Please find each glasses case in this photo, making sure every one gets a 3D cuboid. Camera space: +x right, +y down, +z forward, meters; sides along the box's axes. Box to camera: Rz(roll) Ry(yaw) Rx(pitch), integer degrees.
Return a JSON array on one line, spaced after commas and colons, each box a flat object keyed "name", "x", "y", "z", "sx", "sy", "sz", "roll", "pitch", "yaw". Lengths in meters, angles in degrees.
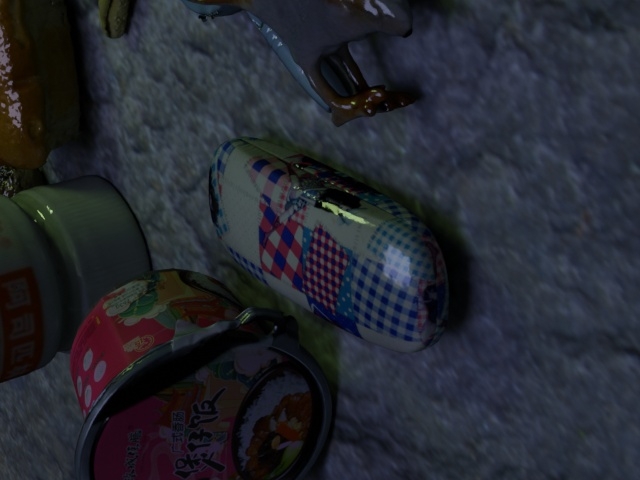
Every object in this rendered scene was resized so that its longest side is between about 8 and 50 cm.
[{"name": "glasses case", "x": 0.000, "y": 0.000, "z": 1.486, "sx": 0.327, "sy": 0.076, "sz": 0.125, "roll": 29, "pitch": 130, "yaw": 48}]

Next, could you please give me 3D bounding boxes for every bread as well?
[{"name": "bread", "x": -0.382, "y": -0.053, "z": 2.049, "sx": 0.113, "sy": 0.060, "sz": 0.082, "roll": 1, "pitch": 104, "yaw": 55}, {"name": "bread", "x": -0.350, "y": -0.205, "z": 1.871, "sx": 0.174, "sy": 0.121, "sz": 0.245, "roll": 24, "pitch": 122, "yaw": 51}]

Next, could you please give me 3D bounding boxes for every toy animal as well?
[{"name": "toy animal", "x": -0.055, "y": -0.207, "z": 1.377, "sx": 0.302, "sy": 0.225, "sz": 0.284, "roll": 55, "pitch": 151, "yaw": -5}]

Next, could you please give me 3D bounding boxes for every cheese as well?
[{"name": "cheese", "x": -0.216, "y": -0.250, "z": 1.731, "sx": 0.083, "sy": 0.030, "sz": 0.044, "roll": 110, "pitch": 153, "yaw": -50}]

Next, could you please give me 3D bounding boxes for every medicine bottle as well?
[{"name": "medicine bottle", "x": -0.392, "y": 0.062, "z": 1.832, "sx": 0.211, "sy": 0.371, "sz": 0.211, "roll": 32, "pitch": 130, "yaw": 47}]

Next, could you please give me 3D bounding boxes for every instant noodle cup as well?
[{"name": "instant noodle cup", "x": -0.140, "y": 0.144, "z": 1.638, "sx": 0.302, "sy": 0.258, "sz": 0.181, "roll": -55, "pitch": 39, "yaw": 17}]

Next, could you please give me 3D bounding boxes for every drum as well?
[{"name": "drum", "x": -0.067, "y": -0.204, "z": 1.511, "sx": 0.253, "sy": 0.049, "sz": 0.130, "roll": 62, "pitch": 145, "yaw": 10}]
